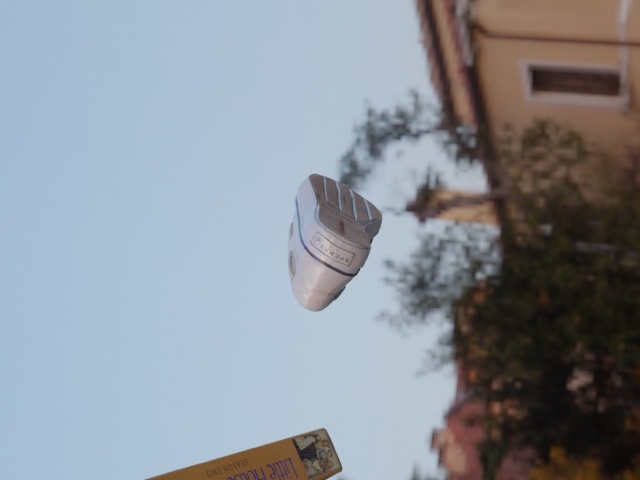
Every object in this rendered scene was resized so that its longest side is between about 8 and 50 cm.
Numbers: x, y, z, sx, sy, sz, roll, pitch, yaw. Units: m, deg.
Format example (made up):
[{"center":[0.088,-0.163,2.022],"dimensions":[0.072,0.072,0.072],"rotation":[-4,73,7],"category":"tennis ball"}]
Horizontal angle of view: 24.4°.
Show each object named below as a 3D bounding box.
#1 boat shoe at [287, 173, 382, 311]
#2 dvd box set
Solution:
[{"center":[0.000,0.000,1.301],"dimensions":[0.076,0.083,0.226],"rotation":[-58,1,13],"category":"boat shoe"},{"center":[-0.197,0.311,1.591],"dimensions":[0.420,0.307,0.062],"rotation":[-2,-115,-63],"category":"dvd box set"}]
